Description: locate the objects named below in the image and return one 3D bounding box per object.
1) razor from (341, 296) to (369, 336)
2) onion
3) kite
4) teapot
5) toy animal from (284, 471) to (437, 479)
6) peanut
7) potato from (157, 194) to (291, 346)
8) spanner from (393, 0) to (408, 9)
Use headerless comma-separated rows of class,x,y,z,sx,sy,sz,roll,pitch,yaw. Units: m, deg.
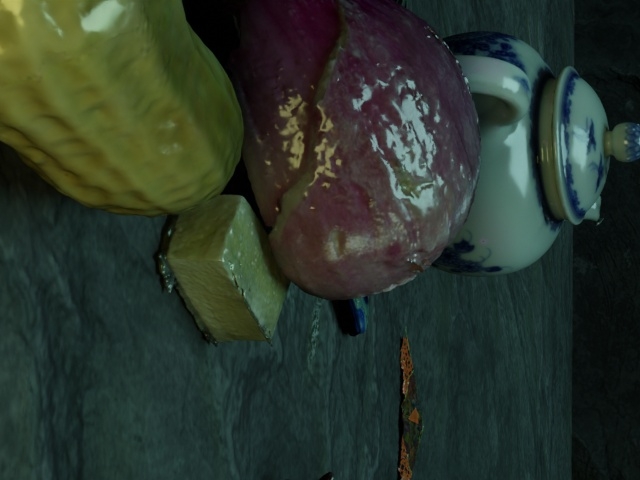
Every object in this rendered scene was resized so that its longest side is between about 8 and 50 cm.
razor,0.012,-0.001,1.222,0.324,0.056,0.093,66,27,-50
onion,0.027,-0.131,1.011,0.267,0.159,0.349,-74,144,-61
kite,0.115,0.226,1.581,0.125,0.008,0.222,37,53,-67
teapot,0.192,-0.091,1.305,0.424,0.280,0.252,36,55,-60
toy animal,0.051,0.290,1.162,0.239,0.176,0.255,45,-23,63
peanut,-0.121,-0.096,0.703,0.305,0.147,0.147,54,39,-59
potato,-0.071,0.022,0.962,0.122,0.061,0.086,64,32,-49
spanner,0.071,-0.152,1.438,0.096,0.040,0.325,57,37,-58
